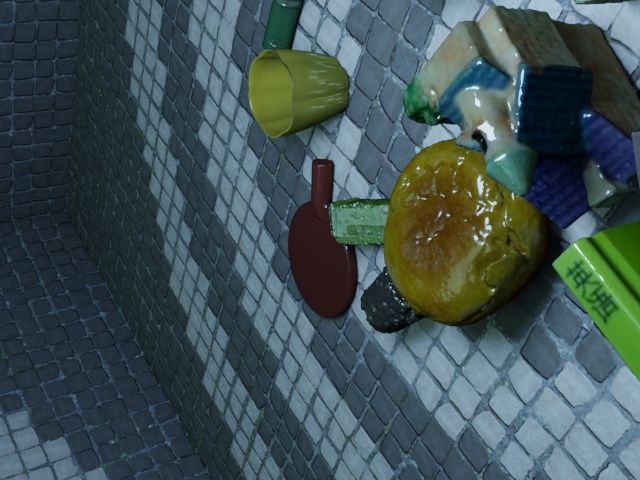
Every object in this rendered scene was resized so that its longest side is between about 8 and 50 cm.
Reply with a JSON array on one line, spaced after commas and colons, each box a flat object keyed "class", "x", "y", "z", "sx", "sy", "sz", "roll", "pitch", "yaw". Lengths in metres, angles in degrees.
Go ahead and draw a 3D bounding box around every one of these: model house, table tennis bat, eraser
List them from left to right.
[{"class": "table tennis bat", "x": 0.000, "y": 0.000, "z": 1.953, "sx": 0.268, "sy": 0.051, "sz": 0.415, "roll": 29, "pitch": 126, "yaw": 48}, {"class": "model house", "x": 0.321, "y": -0.161, "z": 1.167, "sx": 0.245, "sy": 0.312, "sz": 0.280, "roll": -47, "pitch": 56, "yaw": 49}, {"class": "eraser", "x": 0.490, "y": 0.106, "z": 1.122, "sx": 0.274, "sy": 0.210, "sz": 0.092, "roll": 60, "pitch": 143, "yaw": 26}]

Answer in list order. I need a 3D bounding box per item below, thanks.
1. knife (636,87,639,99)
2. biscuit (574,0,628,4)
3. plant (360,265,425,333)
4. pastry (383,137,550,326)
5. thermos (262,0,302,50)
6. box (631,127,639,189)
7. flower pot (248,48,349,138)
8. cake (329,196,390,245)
[{"class": "knife", "x": 0.473, "y": -0.194, "z": 1.213, "sx": 0.023, "sy": 0.010, "sz": 0.170, "roll": 55, "pitch": 141, "yaw": 30}, {"class": "biscuit", "x": 0.395, "y": -0.462, "z": 1.108, "sx": 0.052, "sy": 0.150, "sz": 0.252, "roll": -5, "pitch": 96, "yaw": 50}, {"class": "plant", "x": 0.182, "y": 0.109, "z": 1.644, "sx": 0.194, "sy": 0.132, "sz": 0.129, "roll": -37, "pitch": 74, "yaw": 42}, {"class": "pastry", "x": 0.250, "y": -0.018, "z": 1.425, "sx": 0.356, "sy": 0.164, "sz": 0.356, "roll": -1, "pitch": 89, "yaw": 44}, {"class": "thermos", "x": -0.098, "y": -0.515, "z": 1.887, "sx": 0.083, "sy": 0.073, "sz": 0.188, "roll": 51, "pitch": 139, "yaw": 31}, {"class": "box", "x": 0.553, "y": -0.095, "z": 0.975, "sx": 0.252, "sy": 0.188, "sz": 0.153, "roll": -5, "pitch": 98, "yaw": 59}, {"class": "flower pot", "x": -0.040, "y": -0.338, "z": 1.768, "sx": 0.195, "sy": 0.179, "sz": 0.195, "roll": 29, "pitch": 126, "yaw": 49}, {"class": "cake", "x": 0.145, "y": -0.044, "z": 1.737, "sx": 0.235, "sy": 0.099, "sz": 0.100, "roll": 1, "pitch": 102, "yaw": 35}]
